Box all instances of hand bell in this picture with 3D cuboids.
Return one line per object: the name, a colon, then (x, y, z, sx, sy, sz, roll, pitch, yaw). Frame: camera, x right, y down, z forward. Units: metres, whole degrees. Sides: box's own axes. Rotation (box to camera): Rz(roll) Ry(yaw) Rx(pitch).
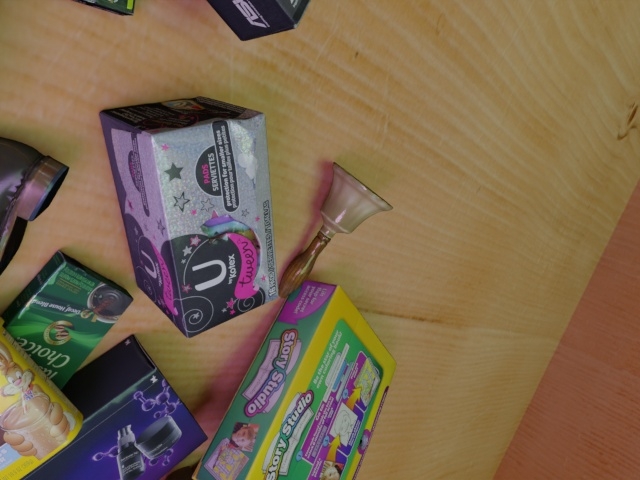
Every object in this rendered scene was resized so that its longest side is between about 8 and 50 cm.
hand bell: (0.000, 0.000, 0.820, 0.126, 0.126, 0.242, 27, 104, -45)

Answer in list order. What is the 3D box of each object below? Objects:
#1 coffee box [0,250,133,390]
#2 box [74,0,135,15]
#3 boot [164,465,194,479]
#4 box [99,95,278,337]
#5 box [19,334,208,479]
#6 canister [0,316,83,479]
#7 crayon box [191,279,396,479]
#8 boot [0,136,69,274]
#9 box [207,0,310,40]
coffee box: (-0.339, 0.117, 0.599, 0.184, 0.040, 0.113, -51, 134, -9)
box: (-0.259, -0.337, 0.446, 0.184, 0.045, 0.191, -2, 111, -43)
boot: (-0.205, 0.502, 0.867, 0.283, 0.109, 0.220, 8, 113, -55)
box: (-0.158, -0.036, 0.596, 0.142, 0.163, 0.247, -22, 123, -34)
box: (-0.318, 0.289, 0.663, 0.261, 0.103, 0.184, -36, 127, -23)
canister: (-0.362, 0.176, 0.518, 0.126, 0.073, 0.170, -35, 111, -14)
crayon box: (-0.014, 0.306, 0.862, 0.313, 0.106, 0.363, 54, 53, -41)
boot: (-0.372, -0.017, 0.502, 0.106, 0.082, 0.219, 35, 93, -22)
box: (-0.066, -0.454, 0.448, 0.318, 0.097, 0.395, 42, 64, -46)
